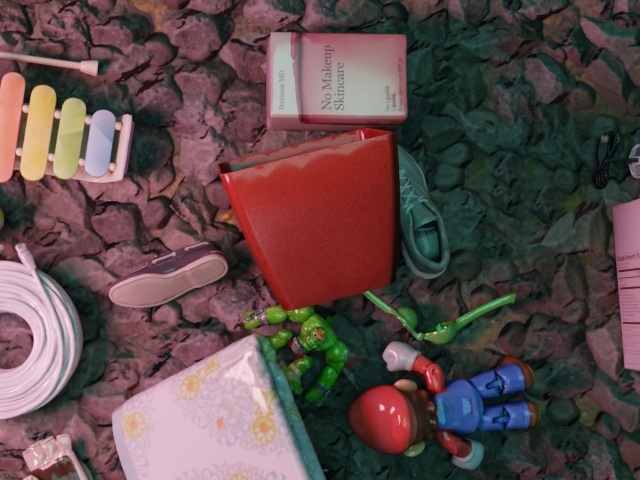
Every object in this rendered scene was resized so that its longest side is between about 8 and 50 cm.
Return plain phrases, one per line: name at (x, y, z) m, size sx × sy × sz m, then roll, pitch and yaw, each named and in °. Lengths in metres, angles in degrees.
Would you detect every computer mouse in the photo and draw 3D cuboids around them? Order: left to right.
computer mouse at (0.587, -0.136, 1.870) m, size 0.193 × 0.042 × 0.106 m, roll 6°, pitch 81°, yaw 1°

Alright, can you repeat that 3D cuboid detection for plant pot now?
plant pot at (-0.004, -0.033, 1.666) m, size 0.267 × 0.267 × 0.235 m, roll -14°, pitch 99°, yaw -5°

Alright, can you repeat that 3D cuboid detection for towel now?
towel at (-0.148, 0.376, 1.642) m, size 0.320 × 0.090 × 0.374 m, roll -28°, pitch 77°, yaw 23°

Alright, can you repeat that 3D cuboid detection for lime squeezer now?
lime squeezer at (0.175, 0.120, 1.793) m, size 0.310 × 0.059 × 0.110 m, roll 10°, pitch 108°, yaw -3°

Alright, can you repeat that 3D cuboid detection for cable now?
cable at (-0.523, 0.163, 1.718) m, size 0.257 × 0.089 × 0.257 m, roll -36°, pitch 91°, yaw -6°

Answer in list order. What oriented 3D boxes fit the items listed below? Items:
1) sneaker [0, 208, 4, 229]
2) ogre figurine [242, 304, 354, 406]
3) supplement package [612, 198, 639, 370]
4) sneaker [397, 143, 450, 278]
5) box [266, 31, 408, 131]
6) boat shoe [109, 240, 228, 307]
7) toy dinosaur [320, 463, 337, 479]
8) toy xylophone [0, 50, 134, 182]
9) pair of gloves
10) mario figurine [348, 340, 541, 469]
sneaker at (-0.634, -0.073, 1.724) m, size 0.126 × 0.091 × 0.240 m, roll -46°, pitch 75°, yaw 10°
ogre figurine at (-0.031, 0.173, 1.765) m, size 0.118 × 0.097 × 0.197 m, roll -40°, pitch 75°, yaw 11°
supplement package at (0.621, 0.072, 1.788) m, size 0.177 × 0.175 × 0.293 m, roll -3°, pitch 86°, yaw -4°
sneaker at (0.158, -0.062, 1.782) m, size 0.099 × 0.121 × 0.262 m, roll -27°, pitch 89°, yaw -7°
box at (0.025, -0.268, 1.781) m, size 0.232 × 0.127 × 0.148 m, roll 0°, pitch 86°, yaw -6°
boat shoe at (-0.259, 0.055, 1.776) m, size 0.206 × 0.075 × 0.065 m, roll -18°, pitch 45°, yaw -1°
toy dinosaur at (-0.041, 0.501, 1.715) m, size 0.322 × 0.164 × 0.218 m, roll 1°, pitch 101°, yaw -17°
toy xylophone at (-0.473, -0.204, 1.731) m, size 0.323 × 0.081 × 0.236 m, roll 1°, pitch 85°, yaw -18°
pair of gloves at (-0.488, 0.445, 1.724) m, size 0.240 × 0.042 × 0.204 m, roll -20°, pitch 88°, yaw -6°
mario figurine at (0.198, 0.279, 1.783) m, size 0.320 × 0.170 × 0.198 m, roll -5°, pitch 50°, yaw -16°
